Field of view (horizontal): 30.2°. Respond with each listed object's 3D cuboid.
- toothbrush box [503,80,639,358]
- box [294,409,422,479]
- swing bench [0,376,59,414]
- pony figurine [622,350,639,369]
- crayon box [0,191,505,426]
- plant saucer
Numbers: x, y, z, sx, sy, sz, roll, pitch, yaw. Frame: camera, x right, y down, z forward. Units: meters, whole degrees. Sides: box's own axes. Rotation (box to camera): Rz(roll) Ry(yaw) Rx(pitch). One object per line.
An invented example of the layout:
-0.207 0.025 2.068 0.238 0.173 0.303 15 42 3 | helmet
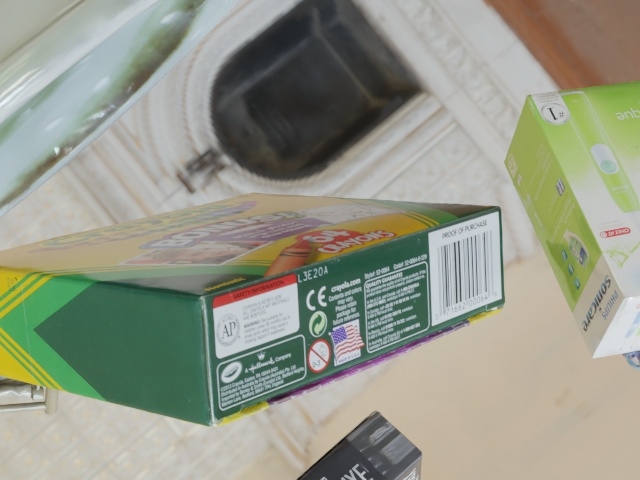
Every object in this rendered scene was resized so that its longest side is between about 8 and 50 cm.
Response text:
0.353 -0.033 1.301 0.122 0.206 0.283 100 158 -54 | toothbrush box
0.002 0.353 1.328 0.076 0.242 0.307 41 157 26 | box
-0.482 0.134 1.621 0.255 0.253 0.165 122 140 -59 | swing bench
0.540 0.132 1.618 0.351 0.303 0.364 27 -148 -41 | pony figurine
-0.071 0.038 1.028 0.313 0.362 0.106 6 105 41 | crayon box
-0.204 -0.103 0.771 0.100 0.400 0.400 49 171 -5 | plant saucer
